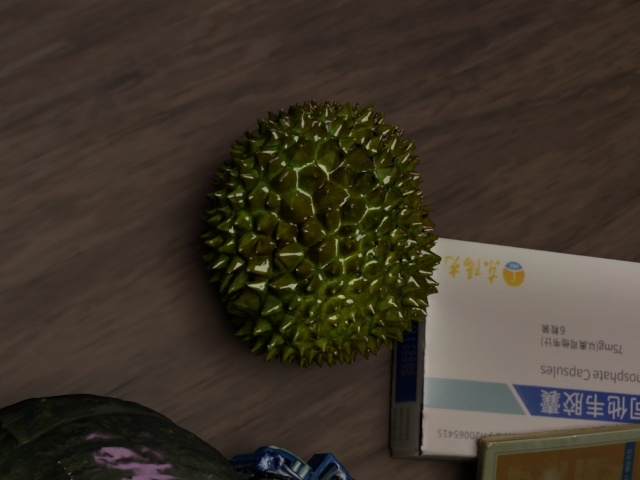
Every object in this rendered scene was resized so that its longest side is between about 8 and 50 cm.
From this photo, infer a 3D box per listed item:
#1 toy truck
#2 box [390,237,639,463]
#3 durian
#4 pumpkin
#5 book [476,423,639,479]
[{"bbox_3d":[0.001,0.262,1.301,0.208,0.113,0.126,48,64,-10],"label":"toy truck"},{"bbox_3d":[0.235,0.115,1.452,0.343,0.065,0.200,7,79,-22],"label":"box"},{"bbox_3d":[-0.001,-0.004,1.307,0.176,0.200,0.237,-14,98,-69],"label":"durian"},{"bbox_3d":[-0.172,0.272,1.117,0.257,0.328,0.291,24,108,-32],"label":"pumpkin"},{"bbox_3d":[0.251,0.250,1.416,0.241,0.018,0.170,-3,108,-20],"label":"book"}]
